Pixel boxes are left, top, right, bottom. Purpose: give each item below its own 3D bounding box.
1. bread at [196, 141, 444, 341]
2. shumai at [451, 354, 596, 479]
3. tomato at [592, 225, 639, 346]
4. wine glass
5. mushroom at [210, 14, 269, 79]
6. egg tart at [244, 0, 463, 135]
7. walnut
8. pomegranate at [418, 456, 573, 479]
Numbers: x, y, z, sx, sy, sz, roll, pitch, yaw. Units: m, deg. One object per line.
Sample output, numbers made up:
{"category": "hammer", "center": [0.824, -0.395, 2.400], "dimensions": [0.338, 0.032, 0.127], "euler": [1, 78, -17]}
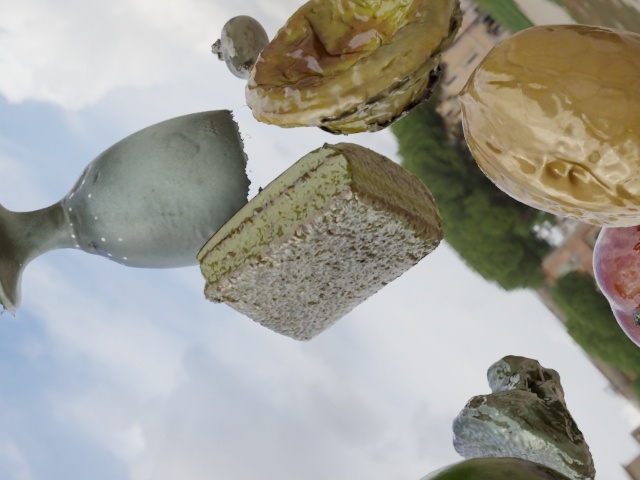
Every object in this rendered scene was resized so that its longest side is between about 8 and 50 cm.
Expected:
{"category": "bread", "center": [0.000, 0.000, 1.221], "dimensions": [0.184, 0.234, 0.111], "euler": [26, -143, -44]}
{"category": "shumai", "center": [0.329, 0.264, 1.664], "dimensions": [0.222, 0.204, 0.272], "euler": [43, 160, -21]}
{"category": "tomato", "center": [0.597, 0.027, 1.724], "dimensions": [0.321, 0.321, 0.321], "euler": [40, -165, -13]}
{"category": "wine glass", "center": [-0.236, -0.038, 1.325], "dimensions": [0.190, 0.357, 0.190], "euler": [165, 90, -81]}
{"category": "mushroom", "center": [-0.111, -0.254, 1.448], "dimensions": [0.085, 0.079, 0.085], "euler": [18, -110, -61]}
{"category": "egg tart", "center": [0.038, -0.178, 1.087], "dimensions": [0.106, 0.241, 0.241], "euler": [54, -174, -34]}
{"category": "walnut", "center": [0.209, -0.091, 0.861], "dimensions": [0.206, 0.159, 0.159], "euler": [16, -167, 6]}
{"category": "pomegranate", "center": [0.167, 0.329, 1.046], "dimensions": [0.260, 0.260, 0.340], "euler": [43, 178, -2]}
